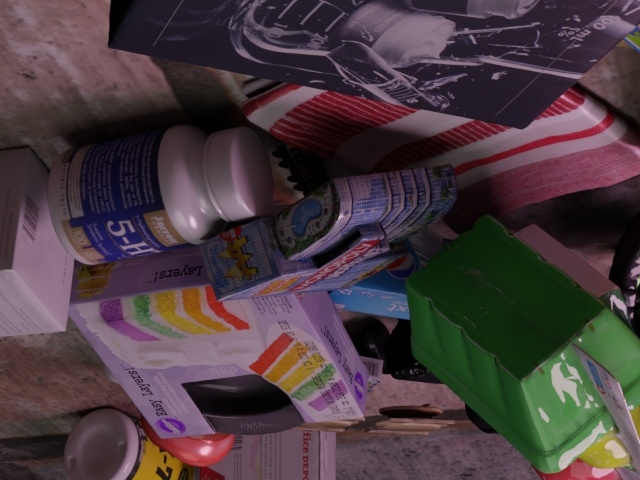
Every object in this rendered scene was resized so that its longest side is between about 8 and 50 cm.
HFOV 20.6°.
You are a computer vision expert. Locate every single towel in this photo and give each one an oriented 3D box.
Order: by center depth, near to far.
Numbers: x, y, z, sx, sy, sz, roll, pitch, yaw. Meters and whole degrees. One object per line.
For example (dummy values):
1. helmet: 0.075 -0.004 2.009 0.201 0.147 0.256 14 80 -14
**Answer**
1. towel: 0.120 -0.099 1.579 0.237 0.037 0.329 -20 148 37

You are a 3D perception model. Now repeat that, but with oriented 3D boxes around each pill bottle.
1. pill bottle: -0.144 -0.046 1.612 0.186 0.112 0.112 -11 153 24
2. pill bottle: -0.244 0.312 2.409 0.119 0.119 0.208 -13 153 28

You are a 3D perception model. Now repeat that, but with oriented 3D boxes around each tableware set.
1. tableware set: 0.054 0.199 2.065 0.194 0.039 0.128 3 167 -12

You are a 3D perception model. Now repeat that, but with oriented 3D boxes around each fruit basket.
1. fruit basket: 0.236 0.143 1.708 0.165 0.327 0.353 -44 134 -4

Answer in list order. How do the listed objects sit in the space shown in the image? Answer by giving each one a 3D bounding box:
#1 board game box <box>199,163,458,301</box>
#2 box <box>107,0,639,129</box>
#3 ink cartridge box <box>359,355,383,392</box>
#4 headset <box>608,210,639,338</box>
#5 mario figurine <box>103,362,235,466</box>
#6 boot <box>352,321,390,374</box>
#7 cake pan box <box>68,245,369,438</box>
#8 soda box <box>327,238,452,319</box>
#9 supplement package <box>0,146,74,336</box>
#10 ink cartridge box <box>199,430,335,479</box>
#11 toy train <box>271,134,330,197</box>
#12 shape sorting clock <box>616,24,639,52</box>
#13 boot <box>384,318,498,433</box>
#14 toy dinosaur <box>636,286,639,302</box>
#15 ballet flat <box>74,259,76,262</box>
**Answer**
1. board game box: 0.000 0.000 1.599 0.194 0.060 0.194 -10 166 -40
2. box: 0.065 -0.240 1.088 0.312 0.179 0.343 8 155 -20
3. ink cartridge box: 0.028 0.162 2.072 0.062 0.029 0.115 11 158 -11
4. headset: 0.405 0.122 1.717 0.243 0.185 0.394 -2 120 -3
5. mario figurine: -0.120 0.127 2.042 0.198 0.170 0.320 41 136 -1
6. boot: 0.039 0.133 2.096 0.099 0.045 0.121 -2 155 21
7. cake pan box: -0.102 0.105 1.829 0.245 0.070 0.267 -6 139 19
8. soda box: 0.105 0.041 1.847 0.210 0.071 0.067 10 155 -20
9. supplement package: -0.375 0.011 1.705 0.244 0.139 0.134 -6 150 14
10. ink cartridge box: -0.070 0.303 2.371 0.175 0.127 0.072 -7 156 18
11. toy train: -0.013 -0.066 1.666 0.036 0.027 0.158 -9 155 12
12. shape sorting clock: 0.278 -0.202 1.336 0.206 0.040 0.206 -2 154 -1
13. boot: 0.164 0.142 2.040 0.207 0.094 0.246 7 149 -22
14. toy dinosaur: 0.408 0.061 1.868 0.160 0.121 0.313 -24 129 18
15. ballet flat: -0.283 0.031 1.840 0.213 0.068 0.072 14 152 -27
